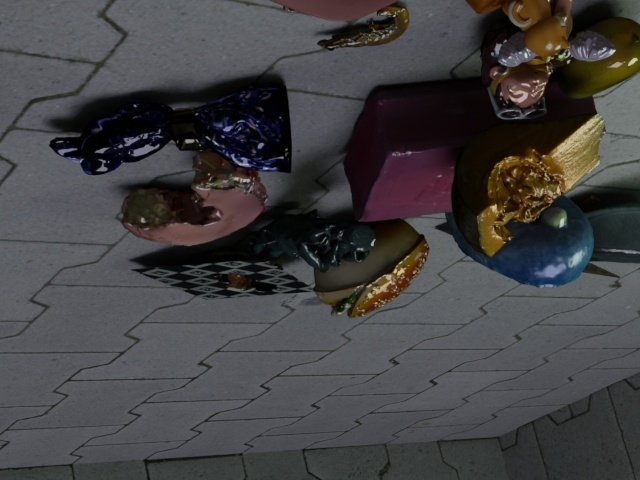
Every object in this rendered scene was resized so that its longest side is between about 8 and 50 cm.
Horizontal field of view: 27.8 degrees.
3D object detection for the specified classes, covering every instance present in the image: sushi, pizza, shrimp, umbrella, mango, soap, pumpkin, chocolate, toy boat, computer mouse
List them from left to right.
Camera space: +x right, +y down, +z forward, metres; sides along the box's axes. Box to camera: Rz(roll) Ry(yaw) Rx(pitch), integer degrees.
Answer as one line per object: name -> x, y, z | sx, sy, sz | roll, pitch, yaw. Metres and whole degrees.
chocolate -> -0.203, -0.152, 1.793 | 0.343, 0.126, 0.148 | -2, -165, -8
sushi -> -0.167, 0.052, 2.402 | 0.263, 0.050, 0.290 | -5, 165, 21
umbrella -> -0.002, 0.003, 2.142 | 0.143, 0.094, 0.349 | -18, -171, -23
shrimp -> 0.057, -0.281, 1.711 | 0.127, 0.025, 0.091 | -15, 159, -6
soap -> 0.235, -0.148, 2.020 | 0.359, 0.128, 0.233 | -7, 156, -15
pumpkin -> 0.284, -0.107, 1.864 | 0.248, 0.126, 0.131 | -36, 139, -5
toy boat -> 0.341, -0.043, 2.198 | 0.215, 0.330, 0.123 | -4, 117, -14
pizza -> 0.531, -0.071, 2.547 | 0.037, 0.016, 0.083 | -9, 155, -1
mango -> 0.405, -0.260, 1.871 | 0.130, 0.092, 0.195 | -20, 170, -23
computer mouse -> 0.614, -0.016, 2.534 | 0.373, 0.114, 0.203 | 1, 173, 16

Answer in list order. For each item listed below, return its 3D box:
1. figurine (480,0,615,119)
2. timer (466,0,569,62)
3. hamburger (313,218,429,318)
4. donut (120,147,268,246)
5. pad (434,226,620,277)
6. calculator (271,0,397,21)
figurine -> 0.295, -0.269, 1.759 | 0.174, 0.116, 0.240 | -7, 153, -21
timer -> 0.251, -0.290, 1.572 | 0.132, 0.152, 0.132 | -30, 177, -2
hamburger -> 0.094, 0.047, 2.352 | 0.236, 0.147, 0.237 | -26, -174, 3
donut -> -0.189, -0.066, 2.034 | 0.232, 0.085, 0.199 | -26, 155, 29
pad -> 0.418, 0.026, 2.574 | 0.247, 0.007, 0.367 | 9, 174, 34
calculator -> 0.073, -0.345, 1.527 | 0.220, 0.048, 0.329 | 7, 154, -46
